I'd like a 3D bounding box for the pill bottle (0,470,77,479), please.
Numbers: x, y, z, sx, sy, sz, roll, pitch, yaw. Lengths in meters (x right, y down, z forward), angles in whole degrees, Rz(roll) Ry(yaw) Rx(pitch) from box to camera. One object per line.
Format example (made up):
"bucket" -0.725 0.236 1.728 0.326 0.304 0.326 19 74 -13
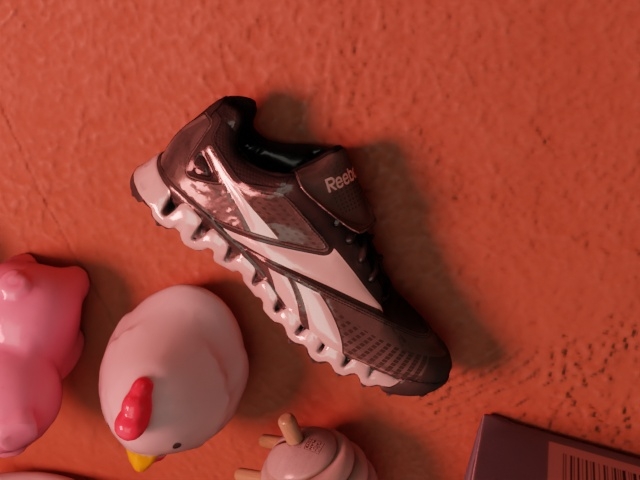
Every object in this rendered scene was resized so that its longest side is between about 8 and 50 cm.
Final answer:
"pill bottle" -0.218 0.315 0.813 0.153 0.153 0.264 7 111 11

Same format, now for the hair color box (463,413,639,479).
"hair color box" 0.146 0.321 0.752 0.185 0.113 0.374 15 111 8

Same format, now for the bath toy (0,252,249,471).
"bath toy" -0.224 0.078 0.743 0.348 0.129 0.151 10 111 9

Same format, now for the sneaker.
"sneaker" 0.000 0.000 0.689 0.234 0.078 0.106 39 115 0

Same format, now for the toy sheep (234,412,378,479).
"toy sheep" -0.004 0.166 0.747 0.091 0.091 0.132 -14 124 17
